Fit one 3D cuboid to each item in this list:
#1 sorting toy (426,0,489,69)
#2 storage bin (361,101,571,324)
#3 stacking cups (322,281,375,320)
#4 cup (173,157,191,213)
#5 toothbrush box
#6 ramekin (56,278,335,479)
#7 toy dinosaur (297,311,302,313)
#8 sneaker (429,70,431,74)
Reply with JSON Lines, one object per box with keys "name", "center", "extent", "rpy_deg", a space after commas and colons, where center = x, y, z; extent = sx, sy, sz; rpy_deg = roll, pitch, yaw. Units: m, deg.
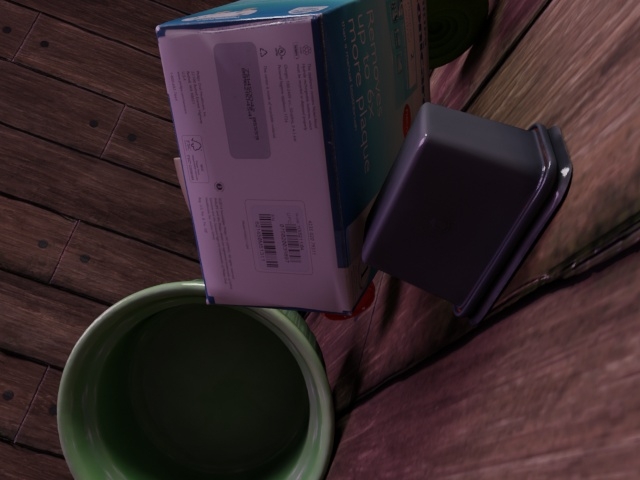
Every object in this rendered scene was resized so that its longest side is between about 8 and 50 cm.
{"name": "sorting toy", "center": [0.140, -0.206, 0.725], "extent": [0.365, 0.127, 0.126], "rpy_deg": [113, 145, -51]}
{"name": "storage bin", "center": [0.089, -0.028, 0.484], "extent": [0.098, 0.091, 0.135], "rpy_deg": [-78, 10, -54]}
{"name": "stacking cups", "center": [-0.023, -0.047, 0.832], "extent": [0.096, 0.096, 0.316], "rpy_deg": [116, 143, -46]}
{"name": "cup", "center": [-0.082, -0.045, 1.282], "extent": [0.331, 0.331, 0.236], "rpy_deg": [-113, 18, -82]}
{"name": "toothbrush box", "center": [0.005, -0.102, 0.618], "extent": [0.295, 0.126, 0.216], "rpy_deg": [-51, -41, -59]}
{"name": "ramekin", "center": [-0.130, 0.186, 0.839], "extent": [0.148, 0.303, 0.303], "rpy_deg": [-60, -9, -82]}
{"name": "toy dinosaur", "center": [-0.086, 0.144, 1.507], "extent": [0.322, 0.164, 0.218], "rpy_deg": [-109, 21, -52]}
{"name": "sneaker", "center": [0.139, -0.372, 1.004], "extent": [0.147, 0.130, 0.330], "rpy_deg": [-83, 14, -56]}
